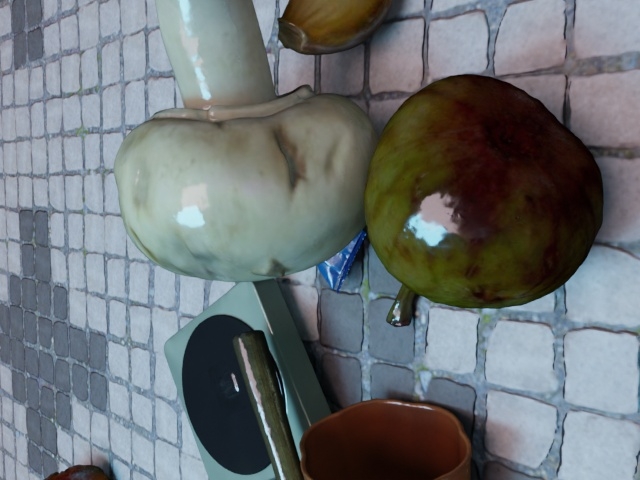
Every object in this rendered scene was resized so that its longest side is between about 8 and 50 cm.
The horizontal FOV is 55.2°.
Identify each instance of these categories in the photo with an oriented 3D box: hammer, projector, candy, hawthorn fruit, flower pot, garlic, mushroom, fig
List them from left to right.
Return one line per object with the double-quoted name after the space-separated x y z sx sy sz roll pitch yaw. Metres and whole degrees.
-0.498 0.542 1.227 0.173 0.173 0.172 4 96 42 "hawthorn fruit"
-0.082 -0.127 0.673 0.314 0.314 0.336 8 116 42 "mushroom"
-0.107 0.217 0.898 0.257 0.079 0.259 -38 69 38 "projector"
-0.020 0.316 0.719 0.044 0.168 0.439 -20 77 1 "hammer"
0.000 0.001 0.812 0.136 0.038 0.088 36 109 43 "candy"
0.025 -0.315 0.719 0.115 0.128 0.206 -114 34 -80 "garlic"
0.075 0.295 0.680 0.191 0.191 0.173 8 110 42 "flower pot"
0.118 0.000 0.620 0.217 0.217 0.321 60 148 21 "fig"
